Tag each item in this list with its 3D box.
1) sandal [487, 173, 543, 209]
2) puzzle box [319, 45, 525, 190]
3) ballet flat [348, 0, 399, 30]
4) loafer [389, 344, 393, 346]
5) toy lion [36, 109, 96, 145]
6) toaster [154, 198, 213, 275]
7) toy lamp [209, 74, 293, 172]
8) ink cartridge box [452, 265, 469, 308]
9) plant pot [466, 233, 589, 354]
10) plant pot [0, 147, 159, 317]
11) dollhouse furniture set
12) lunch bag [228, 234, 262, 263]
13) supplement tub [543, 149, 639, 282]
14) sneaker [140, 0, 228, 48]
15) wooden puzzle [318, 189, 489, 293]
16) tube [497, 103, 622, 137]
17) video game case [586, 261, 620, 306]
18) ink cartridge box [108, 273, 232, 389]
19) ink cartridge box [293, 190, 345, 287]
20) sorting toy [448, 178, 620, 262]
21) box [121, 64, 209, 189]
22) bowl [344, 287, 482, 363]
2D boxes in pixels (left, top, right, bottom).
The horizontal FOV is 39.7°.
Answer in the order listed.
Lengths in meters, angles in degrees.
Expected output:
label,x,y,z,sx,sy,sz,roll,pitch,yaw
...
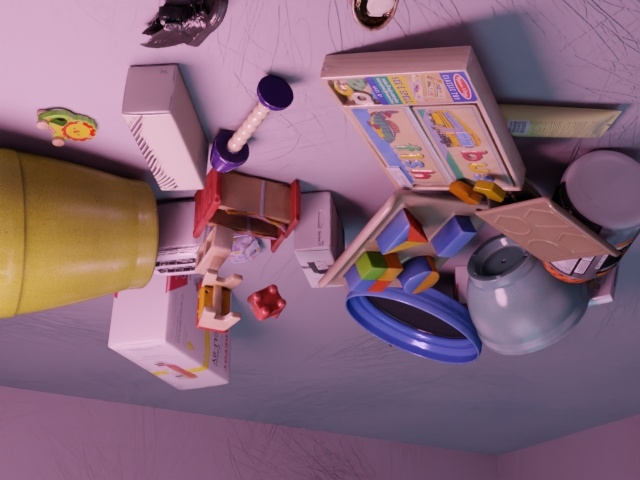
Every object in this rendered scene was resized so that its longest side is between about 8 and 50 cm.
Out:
label,x,y,z,sx,sy,sz,roll,pitch,yaw
sandal,0.388,-0.132,1.856,0.120,0.086,0.303,-12,137,35
puzzle box,0.203,-0.210,1.639,0.272,0.052,0.409,1,155,28
ballet flat,0.099,-0.412,1.248,0.108,0.106,0.316,2,154,-3
loafer,0.269,0.279,2.713,0.062,0.061,0.170,18,149,-29
toy lion,-0.491,-0.224,1.734,0.096,0.034,0.100,-12,152,10
toaster,-0.324,-0.007,2.040,0.227,0.146,0.129,-5,153,11
toy lamp,-0.143,-0.213,1.696,0.080,0.080,0.275,12,149,-23
ink cartridge box,0.392,0.148,2.385,0.063,0.109,0.150,-2,154,4
plant pot,0.474,0.104,2.152,0.293,0.293,0.196,-18,122,33
plant pot,-0.538,-0.015,1.857,0.353,0.366,0.366,0,157,-28
dollhouse furniture set,-0.163,0.035,1.873,0.201,0.374,0.152,13,147,-21
lunch bag,-0.193,0.022,2.206,0.083,0.053,0.071,-11,154,3
supplement tub,0.581,-0.038,1.908,0.194,0.193,0.316,0,155,0
sneaker,-0.220,-0.357,1.428,0.089,0.051,0.170,10,156,-29
wooden puzzle,0.208,0.023,1.985,0.348,0.080,0.322,0,142,-38
tube,0.442,-0.226,1.688,0.240,0.062,0.070,1,-164,-9
video game case,0.634,0.112,2.232,0.227,0.206,0.026,-18,112,32
ink cartridge box,-0.378,0.203,2.326,0.160,0.279,0.384,-9,153,16
ink cartridge box,0.000,0.000,2.044,0.087,0.153,0.208,-4,153,9
sorting toy,0.416,-0.047,1.756,0.307,0.041,0.229,32,162,-24
box,-0.287,-0.206,1.674,0.094,0.113,0.275,-1,153,6
bowl,0.259,0.215,2.419,0.391,0.077,0.391,22,158,9
